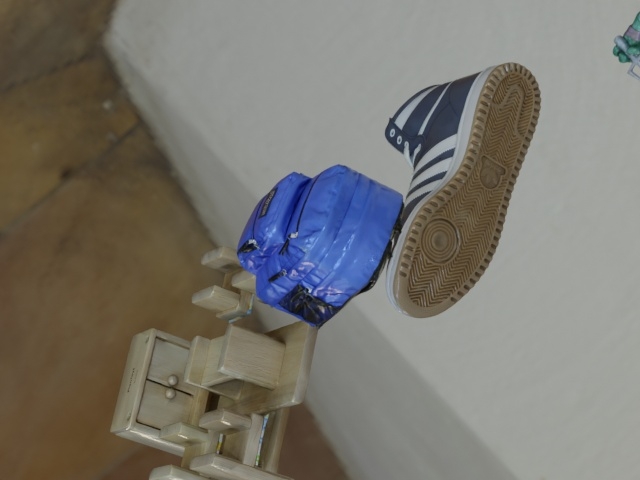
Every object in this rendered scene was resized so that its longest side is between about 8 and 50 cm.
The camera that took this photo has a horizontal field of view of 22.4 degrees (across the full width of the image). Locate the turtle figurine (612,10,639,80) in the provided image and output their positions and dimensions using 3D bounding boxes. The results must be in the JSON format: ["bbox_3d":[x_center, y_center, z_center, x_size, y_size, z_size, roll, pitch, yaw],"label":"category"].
[{"bbox_3d":[0.351,-0.238,1.639,0.118,0.234,0.175,-59,-169,-19],"label":"turtle figurine"}]

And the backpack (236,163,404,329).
[{"bbox_3d":[0.000,0.000,1.205,0.120,0.101,0.098,-35,-146,58],"label":"backpack"}]

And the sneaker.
[{"bbox_3d":[0.115,-0.048,1.651,0.099,0.153,0.282,34,72,-28],"label":"sneaker"}]

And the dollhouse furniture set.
[{"bbox_3d":[-0.057,0.134,1.448,0.161,0.212,0.242,23,156,-26],"label":"dollhouse furniture set"}]
